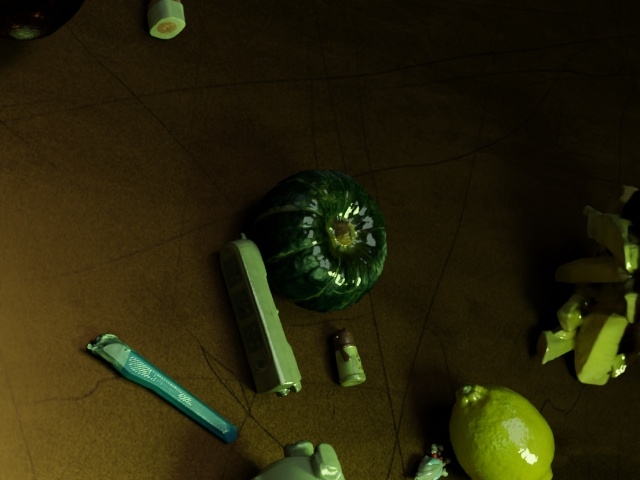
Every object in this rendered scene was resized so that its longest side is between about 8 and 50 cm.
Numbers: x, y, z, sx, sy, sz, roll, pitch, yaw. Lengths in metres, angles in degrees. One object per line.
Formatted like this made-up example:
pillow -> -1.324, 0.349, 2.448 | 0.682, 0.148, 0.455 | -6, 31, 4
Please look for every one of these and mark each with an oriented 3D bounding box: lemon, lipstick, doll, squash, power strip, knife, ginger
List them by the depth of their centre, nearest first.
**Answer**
knife -> -0.242, 0.233, 1.793 | 0.296, 0.026, 0.044 | 41, 53, -23
power strip -> -0.105, 0.124, 1.918 | 0.048, 0.080, 0.285 | -8, 76, -41
squash -> 0.000, 0.000, 2.002 | 0.252, 0.165, 0.252 | 21, 57, -35
lipstick -> -0.280, -0.453, 2.035 | 0.057, 0.063, 0.186 | 10, 60, -41
doll -> 0.203, 0.413, 2.086 | 0.114, 0.039, 0.057 | -28, 125, -54
lemon -> 0.327, 0.363, 2.117 | 0.248, 0.184, 0.184 | 48, 48, -9
ginger -> 0.579, 0.078, 2.409 | 0.358, 0.211, 0.413 | 55, 44, -67

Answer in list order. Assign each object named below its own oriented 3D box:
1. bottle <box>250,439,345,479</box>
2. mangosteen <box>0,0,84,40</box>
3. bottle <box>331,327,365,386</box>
bottle -> -0.028, 0.481, 1.734 | 0.229, 0.229, 0.351 | 17, 41, -35
mangosteen -> -0.485, -0.431, 1.728 | 0.288, 0.233, 0.287 | -5, 97, -45
bottle -> 0.048, 0.205, 2.037 | 0.047, 0.063, 0.101 | -8, 72, -13
